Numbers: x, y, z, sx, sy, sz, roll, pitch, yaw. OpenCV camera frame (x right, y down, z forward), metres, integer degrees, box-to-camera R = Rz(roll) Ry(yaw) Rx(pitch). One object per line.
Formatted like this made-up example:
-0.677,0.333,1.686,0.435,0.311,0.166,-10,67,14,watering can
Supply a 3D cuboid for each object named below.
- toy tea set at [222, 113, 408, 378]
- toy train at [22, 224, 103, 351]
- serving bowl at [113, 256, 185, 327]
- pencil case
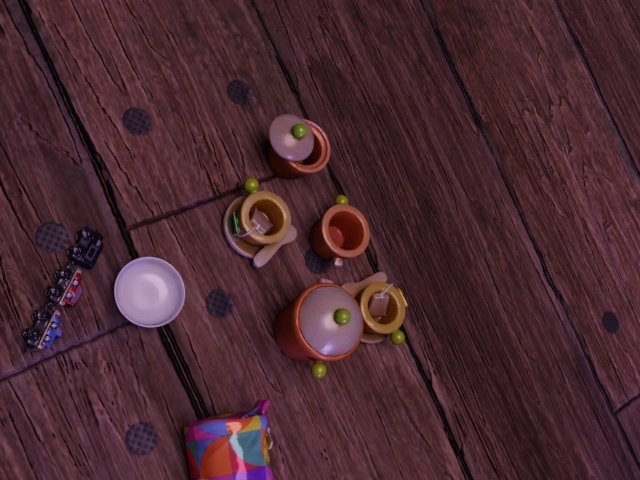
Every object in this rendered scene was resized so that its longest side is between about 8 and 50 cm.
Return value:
0.000,0.000,0.999,0.200,0.124,0.336,-25,89,-32,toy tea set
-0.284,0.056,0.884,0.036,0.027,0.158,36,60,-28,toy train
-0.202,0.062,0.925,0.083,0.027,0.083,8,72,-26,serving bowl
-0.086,0.301,0.879,0.105,0.104,0.236,-2,78,-30,pencil case
